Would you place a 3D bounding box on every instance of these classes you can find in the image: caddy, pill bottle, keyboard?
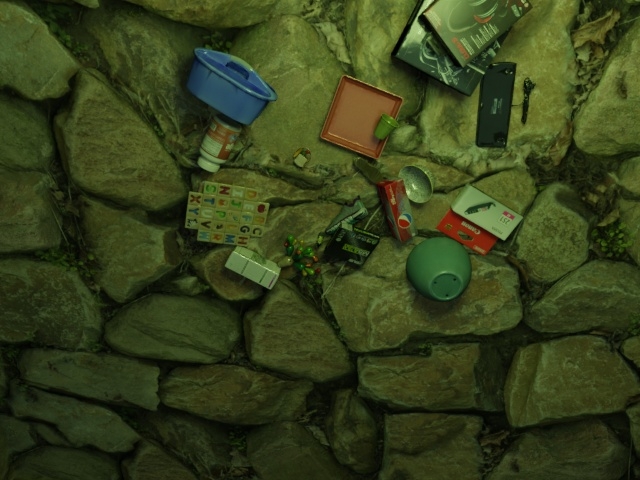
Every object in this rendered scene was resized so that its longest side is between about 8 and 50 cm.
[{"bbox_3d":[-0.327,-0.591,1.666,0.341,0.241,0.179,30,116,-9],"label":"caddy"},{"bbox_3d":[-0.418,-0.393,1.819,0.121,0.121,0.216,29,112,-8],"label":"pill bottle"},{"bbox_3d":[0.718,-0.524,1.735,0.201,0.033,0.317,2,114,10],"label":"keyboard"}]

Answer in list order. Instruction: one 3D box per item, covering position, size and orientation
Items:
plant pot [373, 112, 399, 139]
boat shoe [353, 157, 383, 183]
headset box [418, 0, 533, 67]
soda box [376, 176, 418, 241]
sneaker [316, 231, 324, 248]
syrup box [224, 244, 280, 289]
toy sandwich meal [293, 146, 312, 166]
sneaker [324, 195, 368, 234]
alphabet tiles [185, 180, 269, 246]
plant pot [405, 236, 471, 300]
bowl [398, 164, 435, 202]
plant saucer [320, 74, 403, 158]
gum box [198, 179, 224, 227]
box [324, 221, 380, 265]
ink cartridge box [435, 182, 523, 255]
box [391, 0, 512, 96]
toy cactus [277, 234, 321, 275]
[{"bbox_3d":[0.249,-0.436,1.733,0.083,0.083,0.079,31,123,-9],"label":"plant pot"},{"bbox_3d":[0.199,-0.294,1.866,0.153,0.048,0.056,34,99,-17],"label":"boat shoe"},{"bbox_3d":[0.478,-0.721,1.429,0.293,0.110,0.218,-38,106,17],"label":"headset box"},{"bbox_3d":[0.325,-0.132,1.883,0.092,0.083,0.263,-25,111,-11],"label":"soda box"},{"bbox_3d":[0.000,0.000,2.003,0.031,0.035,0.083,12,113,-2],"label":"sneaker"},{"bbox_3d":[-0.305,0.120,2.043,0.237,0.093,0.096,29,112,-9],"label":"syrup box"},{"bbox_3d":[-0.076,-0.349,1.863,0.085,0.029,0.086,1,113,3],"label":"toy sandwich meal"},{"bbox_3d":[0.104,-0.106,1.946,0.223,0.083,0.098,-30,68,28],"label":"sneaker"},{"bbox_3d":[-0.405,-0.110,1.943,0.342,0.011,0.285,7,117,-17],"label":"alphabet tiles"},{"bbox_3d":[0.529,0.154,1.946,0.290,0.195,0.290,1,113,3],"label":"plant pot"},{"bbox_3d":[0.410,-0.248,1.831,0.080,0.170,0.170,-36,113,-30],"label":"bowl"},{"bbox_3d":[0.162,-0.490,1.778,0.258,0.048,0.259,20,114,-5],"label":"plant saucer"},{"bbox_3d":[-0.491,-0.154,1.956,0.107,0.062,0.188,20,113,-5],"label":"gum box"},{"bbox_3d":[0.138,0.019,1.954,0.190,0.045,0.184,19,131,-14],"label":"box"},{"bbox_3d":[0.675,-0.077,1.913,0.275,0.060,0.239,29,111,-8],"label":"ink cartridge box"},{"bbox_3d":[0.474,-0.744,1.578,0.312,0.179,0.343,24,113,-8],"label":"box"},{"bbox_3d":[-0.112,0.085,2.022,0.180,0.112,0.219,-25,118,24],"label":"toy cactus"}]
